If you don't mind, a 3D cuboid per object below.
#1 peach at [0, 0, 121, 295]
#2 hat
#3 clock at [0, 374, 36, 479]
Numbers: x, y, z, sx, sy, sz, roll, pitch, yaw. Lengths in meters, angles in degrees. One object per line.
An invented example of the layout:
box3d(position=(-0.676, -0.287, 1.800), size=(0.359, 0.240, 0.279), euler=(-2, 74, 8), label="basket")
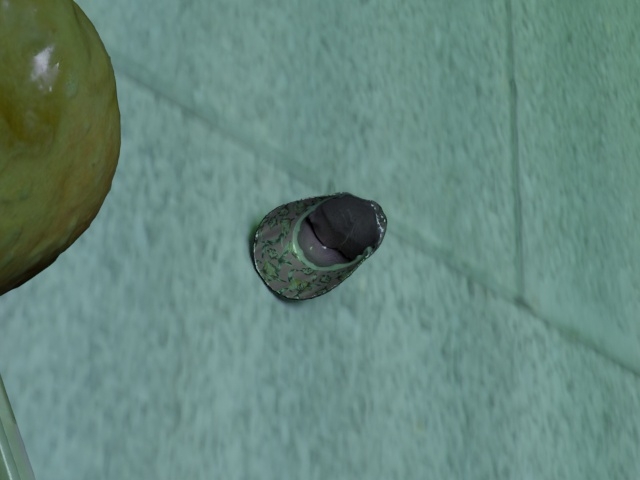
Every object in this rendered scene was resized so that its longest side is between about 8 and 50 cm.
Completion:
box3d(position=(-0.189, -0.051, 0.627), size=(0.235, 0.214, 0.214), euler=(41, 39, -42), label="peach")
box3d(position=(-0.003, 0.002, 0.920), size=(0.087, 0.042, 0.058), euler=(-32, 86, -18), label="hat")
box3d(position=(-0.204, 0.119, 0.595), size=(0.192, 0.071, 0.147), euler=(-6, 69, -48), label="clock")
